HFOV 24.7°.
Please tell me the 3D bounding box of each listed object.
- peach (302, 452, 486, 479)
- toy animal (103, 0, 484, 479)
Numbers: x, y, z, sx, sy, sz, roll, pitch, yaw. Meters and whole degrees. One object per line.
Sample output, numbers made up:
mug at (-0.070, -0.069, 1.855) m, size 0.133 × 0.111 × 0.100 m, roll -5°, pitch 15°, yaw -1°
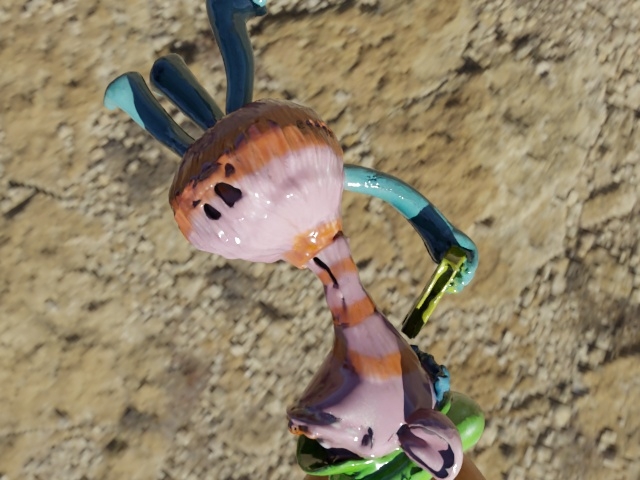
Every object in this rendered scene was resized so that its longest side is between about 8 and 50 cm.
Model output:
peach at (0.045, 0.195, 0.982) m, size 0.138 × 0.138 × 0.138 m, roll 7°, pitch 113°, yaw 17°
toy animal at (0.000, 0.000, 0.577) m, size 0.208 × 0.103 × 0.100 m, roll 58°, pitch 161°, yaw 6°
